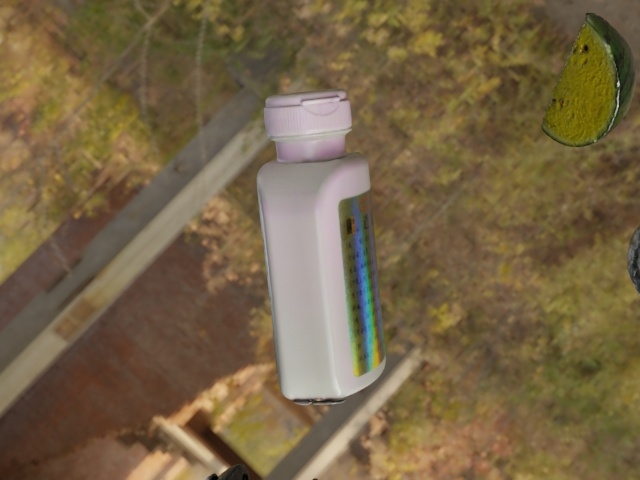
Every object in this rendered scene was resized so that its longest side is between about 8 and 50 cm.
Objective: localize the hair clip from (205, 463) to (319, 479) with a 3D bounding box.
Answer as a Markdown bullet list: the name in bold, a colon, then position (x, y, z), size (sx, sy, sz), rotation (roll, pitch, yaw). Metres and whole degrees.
- **hair clip**: position (-0.050, 0.397, 1.273), size (0.194, 0.310, 0.206), rotation (8, -176, 14)

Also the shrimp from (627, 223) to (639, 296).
- **shrimp**: position (0.387, 0.031, 0.985), size (0.372, 0.172, 0.137), rotation (-6, 93, 61)

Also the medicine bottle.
- **medicine bottle**: position (0.000, 0.000, 0.865), size (0.115, 0.078, 0.219), rotation (-29, -65, -69)

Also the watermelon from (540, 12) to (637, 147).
- **watermelon**: position (0.328, -0.170, 1.396), size (0.092, 0.075, 0.181), rotation (15, 138, -2)
